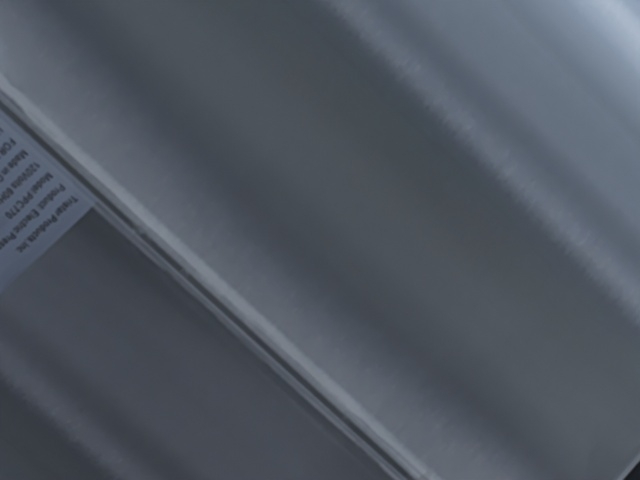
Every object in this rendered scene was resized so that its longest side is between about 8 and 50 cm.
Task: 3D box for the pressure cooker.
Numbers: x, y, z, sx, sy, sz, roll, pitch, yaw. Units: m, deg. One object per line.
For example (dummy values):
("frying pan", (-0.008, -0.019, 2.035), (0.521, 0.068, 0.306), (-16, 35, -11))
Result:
("pressure cooker", (-0.002, 0.004, 0.691), (0.420, 0.375, 0.370), (43, -25, -13))
